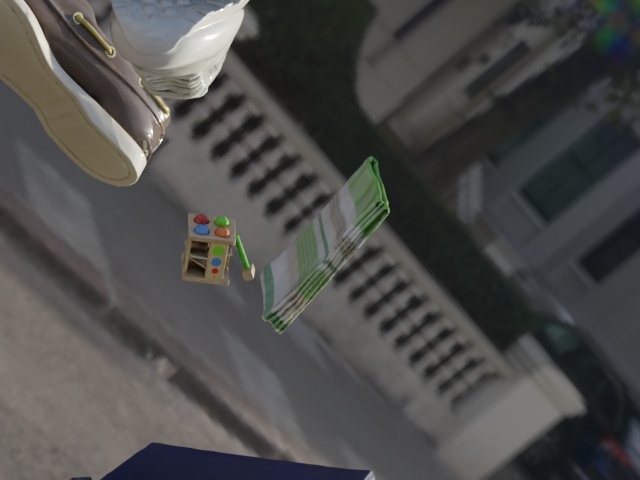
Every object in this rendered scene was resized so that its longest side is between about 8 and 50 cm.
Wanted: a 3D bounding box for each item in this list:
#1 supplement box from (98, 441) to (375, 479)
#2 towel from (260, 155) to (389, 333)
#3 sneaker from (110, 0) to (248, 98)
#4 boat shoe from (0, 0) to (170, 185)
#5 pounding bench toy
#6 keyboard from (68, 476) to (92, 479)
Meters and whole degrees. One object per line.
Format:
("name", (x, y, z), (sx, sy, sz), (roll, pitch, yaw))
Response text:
("supplement box", (-0.079, 0.358, 1.122), (0.195, 0.194, 0.356), (-30, 123, -70))
("towel", (0.000, 0.000, 1.297), (0.023, 0.152, 0.113), (35, 18, -20))
("sneaker", (-0.093, -0.136, 0.999), (0.090, 0.094, 0.235), (13, 17, 1))
("boat shoe", (-0.264, -0.197, 1.453), (0.117, 0.096, 0.324), (-4, -45, 45))
("pounding bench toy", (-0.109, 0.008, 1.649), (0.083, 0.065, 0.052), (7, 30, -10))
("keyboard", (-0.205, 0.290, 1.237), (0.023, 0.108, 0.180), (4, 71, -28))
